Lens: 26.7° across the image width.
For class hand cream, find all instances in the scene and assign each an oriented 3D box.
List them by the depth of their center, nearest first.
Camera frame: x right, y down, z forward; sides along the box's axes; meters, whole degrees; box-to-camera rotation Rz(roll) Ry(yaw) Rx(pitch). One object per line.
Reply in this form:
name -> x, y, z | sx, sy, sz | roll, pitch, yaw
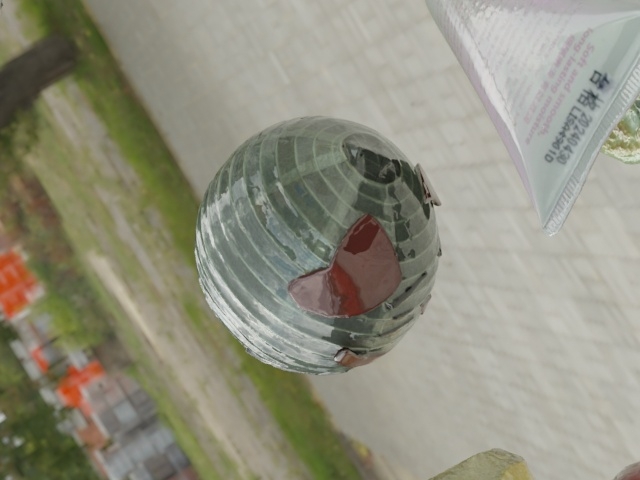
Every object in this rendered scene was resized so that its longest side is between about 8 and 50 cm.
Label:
hand cream -> 0.178, -0.163, 1.093 | 0.118, 0.185, 0.358 | 19, -155, -21

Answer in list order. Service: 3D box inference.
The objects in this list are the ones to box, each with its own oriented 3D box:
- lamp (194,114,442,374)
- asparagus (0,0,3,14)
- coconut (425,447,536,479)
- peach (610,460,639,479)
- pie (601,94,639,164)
lamp -> 0.000, 0.000, 1.242 | 0.233, 0.233, 0.265 | 64, -151, -29
asparagus -> -0.248, -0.228, 0.791 | 0.128, 0.108, 0.382 | -48, 54, 59
coconut -> 0.127, 0.255, 1.061 | 0.147, 0.147, 0.152 | 97, 148, -72
peach -> 0.322, 0.290, 1.038 | 0.274, 0.245, 0.248 | 66, 162, 9
pie -> 0.359, -0.204, 1.565 | 0.240, 0.054, 0.240 | 30, 126, 52
